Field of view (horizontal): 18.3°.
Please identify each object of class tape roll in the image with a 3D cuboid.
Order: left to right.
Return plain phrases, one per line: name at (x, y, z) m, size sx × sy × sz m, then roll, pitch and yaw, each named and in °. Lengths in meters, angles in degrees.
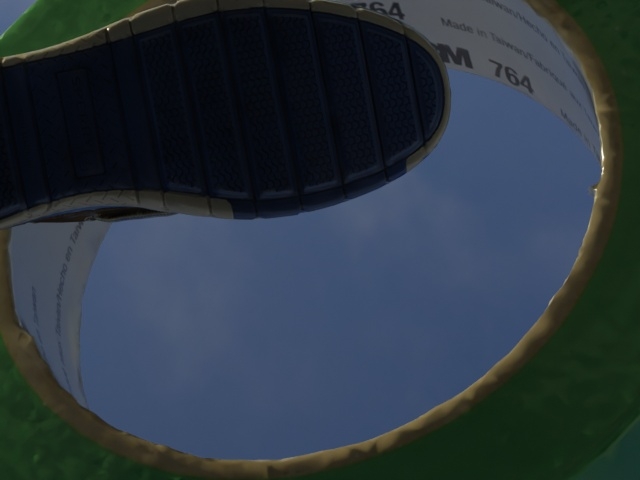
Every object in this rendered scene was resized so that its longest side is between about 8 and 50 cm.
tape roll at (0.000, 0.000, 0.746) m, size 0.321 × 0.077 × 0.321 m, roll -8°, pitch -125°, yaw 12°

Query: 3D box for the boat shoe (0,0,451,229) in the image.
boat shoe at (-0.053, -0.038, 0.602) m, size 0.183 × 0.066 × 0.066 m, roll -5°, pitch -175°, yaw 0°
